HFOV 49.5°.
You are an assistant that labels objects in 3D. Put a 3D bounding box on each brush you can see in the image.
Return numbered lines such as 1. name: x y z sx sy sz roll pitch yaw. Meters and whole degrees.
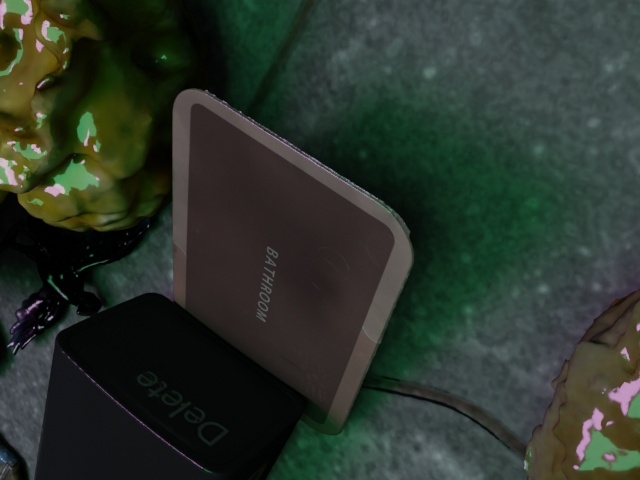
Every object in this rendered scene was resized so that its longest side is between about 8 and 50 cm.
1. brush: -0.302 0.263 0.701 0.196 0.021 0.070 39 113 15

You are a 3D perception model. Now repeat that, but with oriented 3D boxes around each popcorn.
1. popcorn: -0.171 -0.112 0.488 0.170 0.189 0.218 -4 98 23

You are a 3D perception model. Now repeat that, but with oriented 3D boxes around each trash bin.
1. trash bin: -0.139 0.186 0.553 0.165 0.115 0.225 33 117 18

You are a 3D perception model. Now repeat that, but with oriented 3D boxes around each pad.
1. pad: -0.037 0.033 0.474 0.176 0.002 0.266 34 142 16

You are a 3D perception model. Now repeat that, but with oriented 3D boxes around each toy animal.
1. toy animal: -0.232 0.021 0.619 0.108 0.062 0.220 44 113 -7

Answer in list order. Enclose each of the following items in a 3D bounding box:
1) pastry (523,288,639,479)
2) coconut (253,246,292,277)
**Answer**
1. pastry: 0.259 0.135 0.355 0.330 0.136 0.329 4 101 23
2. coconut: 0.000 0.000 0.489 0.082 0.083 0.081 -46 113 5
